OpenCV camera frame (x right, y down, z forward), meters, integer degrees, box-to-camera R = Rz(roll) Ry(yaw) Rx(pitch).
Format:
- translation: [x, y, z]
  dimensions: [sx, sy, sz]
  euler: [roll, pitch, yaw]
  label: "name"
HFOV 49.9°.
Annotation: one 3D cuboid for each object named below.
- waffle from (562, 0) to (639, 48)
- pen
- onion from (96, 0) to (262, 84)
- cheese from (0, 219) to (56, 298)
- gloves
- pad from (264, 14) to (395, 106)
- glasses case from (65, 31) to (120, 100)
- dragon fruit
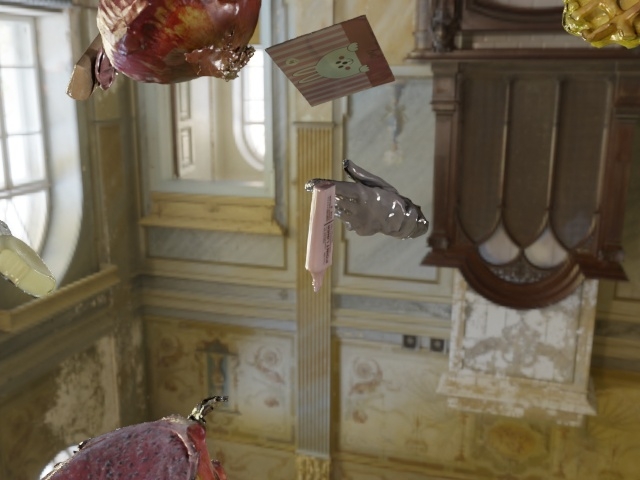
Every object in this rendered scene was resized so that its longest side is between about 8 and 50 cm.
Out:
- translation: [0.389, -0.333, 0.792]
  dimensions: [0.243, 0.238, 0.058]
  euler: [15, 179, 36]
  label: "waffle"
- translation: [0.000, 0.000, 1.138]
  dimensions: [0.032, 0.197, 0.053]
  euler: [19, -149, 27]
  label: "pen"
- translation: [-0.161, -0.272, 0.879]
  dimensions: [0.230, 0.163, 0.230]
  euler: [-28, 177, -2]
  label: "onion"
- translation: [-0.601, 0.017, 1.340]
  dimensions: [0.255, 0.050, 0.127]
  euler: [39, 177, 42]
  label: "cheese"
- translation: [0.103, -0.079, 1.431]
  dimensions: [0.285, 0.142, 0.119]
  euler: [16, -172, -19]
  label: "gloves"
- translation: [0.030, -0.353, 1.396]
  dimensions: [0.202, 0.005, 0.300]
  euler: [-15, 166, 13]
  label: "pad"
- translation: [-0.429, -0.364, 1.373]
  dimensions: [0.070, 0.102, 0.194]
  euler: [28, -138, -16]
  label: "glasses case"
- translation: [-0.176, 0.294, 0.699]
  dimensions: [0.211, 0.147, 0.282]
  euler: [13, -138, 41]
  label: "dragon fruit"
